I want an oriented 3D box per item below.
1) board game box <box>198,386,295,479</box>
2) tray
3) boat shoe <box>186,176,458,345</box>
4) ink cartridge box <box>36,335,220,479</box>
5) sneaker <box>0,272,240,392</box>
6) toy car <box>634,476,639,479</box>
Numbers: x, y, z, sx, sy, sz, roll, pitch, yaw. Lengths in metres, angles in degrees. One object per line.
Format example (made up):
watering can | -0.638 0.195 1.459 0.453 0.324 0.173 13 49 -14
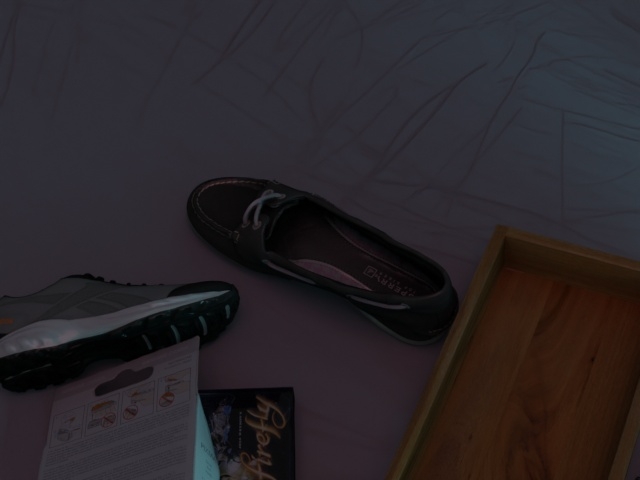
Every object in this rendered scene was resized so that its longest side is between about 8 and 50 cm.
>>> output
board game box | -0.106 0.267 1.071 0.165 0.042 0.243 -2 61 0
tray | 0.202 0.180 1.059 0.203 0.076 0.411 16 56 19
boat shoe | 0.000 0.000 1.187 0.335 0.095 0.112 27 65 14
ink cartridge box | -0.187 0.216 1.059 0.181 0.056 0.224 -20 38 14
sneaker | -0.221 0.075 1.150 0.271 0.100 0.108 -10 56 -5
toy car | 0.251 0.336 1.022 0.225 0.053 0.239 -1 60 1
